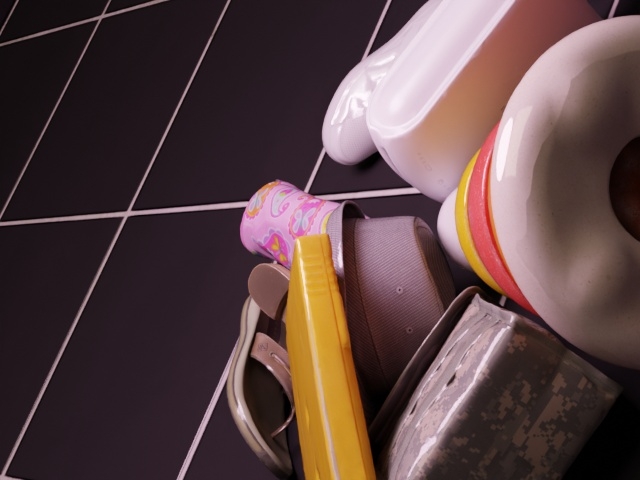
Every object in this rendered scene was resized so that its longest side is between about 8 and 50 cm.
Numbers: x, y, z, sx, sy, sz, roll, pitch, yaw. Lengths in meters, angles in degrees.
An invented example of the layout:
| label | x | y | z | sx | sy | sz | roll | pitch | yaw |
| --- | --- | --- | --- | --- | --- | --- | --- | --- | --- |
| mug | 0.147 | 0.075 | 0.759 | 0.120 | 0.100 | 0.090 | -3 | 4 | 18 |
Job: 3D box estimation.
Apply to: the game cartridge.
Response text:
| label | x | y | z | sx | sy | sz | roll | pitch | yaw |
| --- | --- | --- | --- | --- | --- | --- | --- | --- | --- |
| game cartridge | 0.009 | 0.193 | 1.755 | 0.285 | 0.052 | 0.324 | 100 | 164 | -66 |

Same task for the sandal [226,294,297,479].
| label | x | y | z | sx | sy | sz | roll | pitch | yaw |
| --- | --- | --- | --- | --- | --- | --- | --- | --- | --- |
| sandal | -0.055 | 0.170 | 2.053 | 0.086 | 0.120 | 0.303 | -20 | 43 | 23 |

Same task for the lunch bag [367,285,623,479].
| label | x | y | z | sx | sy | sz | roll | pitch | yaw |
| --- | --- | --- | --- | --- | --- | --- | --- | --- | --- |
| lunch bag | 0.164 | 0.186 | 1.684 | 0.235 | 0.169 | 0.287 | -57 | 10 | 0 |

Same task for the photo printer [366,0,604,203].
| label | x | y | z | sx | sy | sz | roll | pitch | yaw |
| --- | --- | --- | --- | --- | --- | --- | --- | --- | --- |
| photo printer | 0.205 | -0.189 | 1.912 | 0.307 | 0.256 | 0.107 | -52 | 51 | 4 |

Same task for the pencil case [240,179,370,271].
| label | x | y | z | sx | sy | sz | roll | pitch | yaw |
| --- | --- | --- | --- | --- | --- | --- | --- | --- | --- |
| pencil case | 0.000 | 0.000 | 2.134 | 0.124 | 0.124 | 0.284 | -58 | 31 | -5 |

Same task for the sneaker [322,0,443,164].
| label | x | y | z | sx | sy | sz | roll | pitch | yaw |
| --- | --- | --- | --- | --- | --- | --- | --- | --- | --- |
| sneaker | 0.127 | -0.208 | 2.166 | 0.292 | 0.108 | 0.169 | -51 | 29 | 4 |

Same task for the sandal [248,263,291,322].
| label | x | y | z | sx | sy | sz | roll | pitch | yaw |
| --- | --- | --- | --- | --- | --- | --- | --- | --- | --- |
| sandal | 0.009 | 0.114 | 2.045 | 0.240 | 0.079 | 0.088 | 46 | 116 | 26 |

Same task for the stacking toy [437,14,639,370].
| label | x | y | z | sx | sy | sz | roll | pitch | yaw |
| --- | --- | --- | --- | --- | --- | --- | --- | --- | --- |
| stacking toy | 0.267 | -0.031 | 1.719 | 0.351 | 0.350 | 0.480 | -63 | 14 | -13 |

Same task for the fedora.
| label | x | y | z | sx | sy | sz | roll | pitch | yaw |
| --- | --- | --- | --- | --- | --- | --- | --- | --- | --- |
| fedora | 0.094 | 0.080 | 1.866 | 0.124 | 0.275 | 0.244 | -10 | 4 | 13 |
